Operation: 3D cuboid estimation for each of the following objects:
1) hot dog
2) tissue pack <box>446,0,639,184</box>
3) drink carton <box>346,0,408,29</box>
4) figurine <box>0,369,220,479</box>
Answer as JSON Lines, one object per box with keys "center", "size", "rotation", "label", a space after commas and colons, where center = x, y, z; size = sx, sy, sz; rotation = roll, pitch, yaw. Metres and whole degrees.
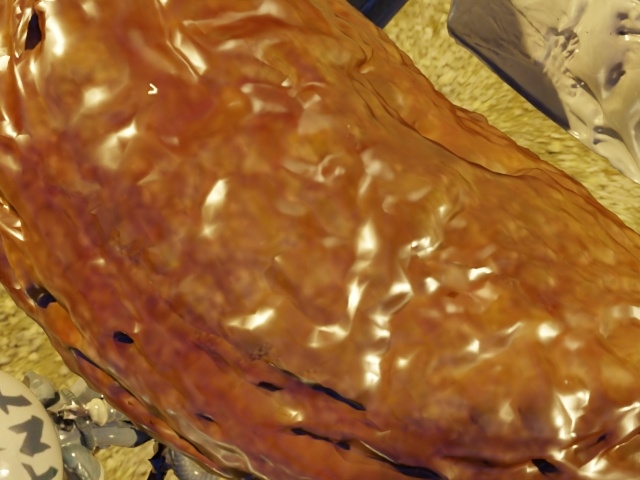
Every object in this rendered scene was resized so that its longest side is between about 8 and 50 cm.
{"center": [0.000, 0.000, 0.473], "size": [0.387, 0.267, 0.174], "rotation": [40, 98, 6], "label": "hot dog"}
{"center": [0.304, -0.217, 0.928], "size": [0.338, 0.160, 0.242], "rotation": [-30, 59, -32], "label": "tissue pack"}
{"center": [-0.057, -0.224, 0.784], "size": [0.185, 0.189, 0.191], "rotation": [-48, 61, 19], "label": "drink carton"}
{"center": [-0.287, 0.192, 1.073], "size": [0.261, 0.382, 0.186], "rotation": [53, 124, 15], "label": "figurine"}
